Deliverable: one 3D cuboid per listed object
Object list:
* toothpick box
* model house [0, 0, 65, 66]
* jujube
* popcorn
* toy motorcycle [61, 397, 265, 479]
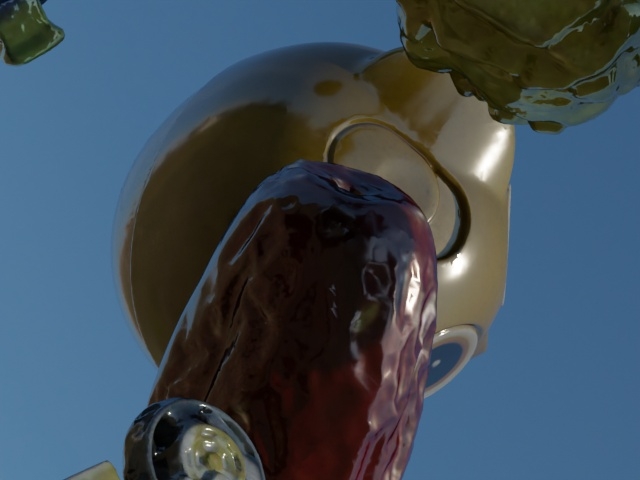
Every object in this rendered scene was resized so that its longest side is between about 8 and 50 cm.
[{"bbox_3d":[0.000,0.000,1.484,0.409,0.409,0.425,58,-27,-1],"label":"toothpick box"},{"bbox_3d":[-0.236,-0.160,0.813,0.195,0.214,0.189,29,-33,43],"label":"model house"},{"bbox_3d":[-0.020,0.101,1.108,0.223,0.223,0.318,28,-70,33],"label":"jujube"},{"bbox_3d":[0.151,-0.184,0.844,0.192,0.233,0.266,31,-33,22],"label":"popcorn"},{"bbox_3d":[-0.069,0.154,0.494,0.073,0.225,0.152,-37,-94,39],"label":"toy motorcycle"}]
